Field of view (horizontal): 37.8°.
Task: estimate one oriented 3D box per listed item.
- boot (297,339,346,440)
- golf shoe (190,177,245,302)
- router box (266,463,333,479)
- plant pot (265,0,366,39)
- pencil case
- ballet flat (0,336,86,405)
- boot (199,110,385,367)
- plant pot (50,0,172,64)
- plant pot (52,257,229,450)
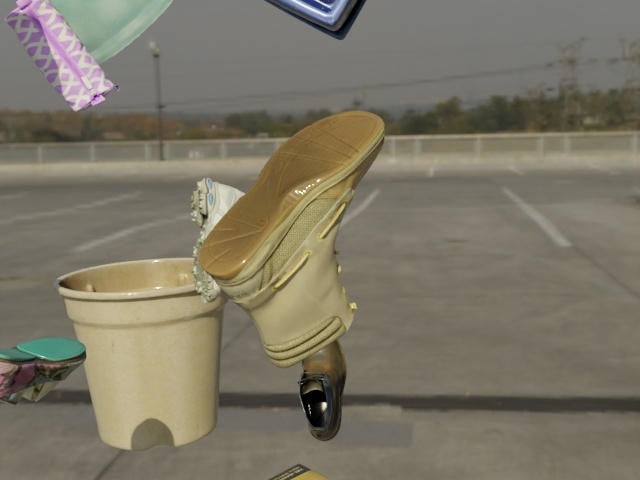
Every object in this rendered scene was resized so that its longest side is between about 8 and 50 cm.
[{"bbox_3d":[0.003,0.237,1.629,0.082,0.219,0.106,-6,-14,4],"label":"boot"},{"bbox_3d":[-0.124,0.000,1.228,0.086,0.176,0.069,9,-28,-21],"label":"golf shoe"},{"bbox_3d":[-0.097,0.493,1.532,0.309,0.081,0.243,-23,12,-27],"label":"router box"},{"bbox_3d":[-0.010,-0.485,1.565,0.236,0.236,0.212,29,3,9],"label":"plant pot"},{"bbox_3d":[-0.427,-0.304,1.538,0.086,0.206,0.088,-38,17,-2],"label":"pencil case"},{"bbox_3d":[-0.377,0.170,1.196,0.077,0.079,0.221,17,2,13],"label":"ballet flat"},{"bbox_3d":[0.000,0.000,1.053,0.095,0.203,0.262,21,62,39],"label":"boot"},{"bbox_3d":[-0.460,-0.520,1.931,0.293,0.196,0.293,-31,29,19],"label":"plant pot"},{"bbox_3d":[-0.314,0.210,1.740,0.334,0.305,0.334,-3,9,0],"label":"plant pot"}]
